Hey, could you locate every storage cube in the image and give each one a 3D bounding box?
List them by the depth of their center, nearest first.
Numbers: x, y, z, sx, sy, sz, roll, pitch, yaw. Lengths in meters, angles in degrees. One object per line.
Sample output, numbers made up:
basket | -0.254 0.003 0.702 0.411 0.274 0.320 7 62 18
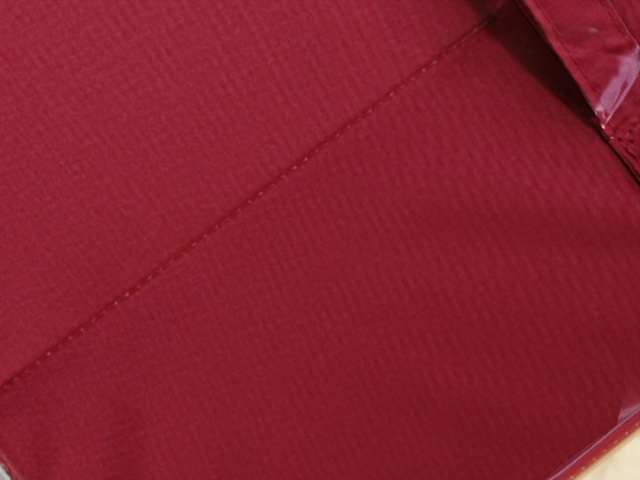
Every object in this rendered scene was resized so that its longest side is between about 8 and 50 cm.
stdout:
storage cube | 0.000 0.000 0.514 0.193 0.184 0.215 -37 171 -8
